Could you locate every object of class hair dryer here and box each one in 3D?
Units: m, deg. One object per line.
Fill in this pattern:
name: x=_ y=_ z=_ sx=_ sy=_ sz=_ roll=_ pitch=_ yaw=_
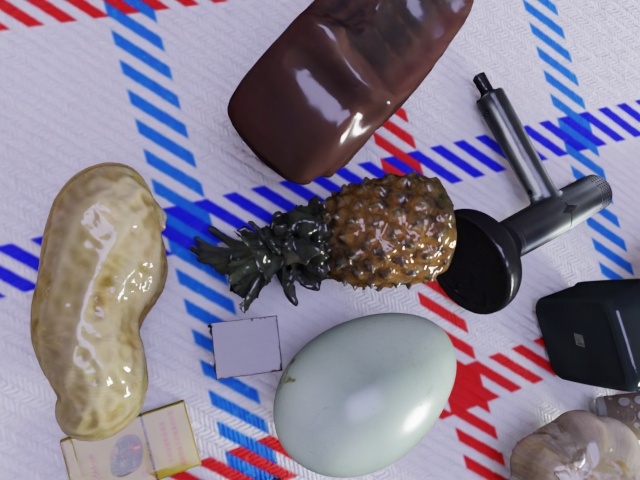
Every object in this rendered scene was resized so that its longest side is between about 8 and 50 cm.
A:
hair dryer: x=0.264 y=-0.083 z=0.986 sx=0.320 sy=0.156 sz=0.284 roll=-35 pitch=74 yaw=-31

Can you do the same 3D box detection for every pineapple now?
pineapple: x=0.000 y=0.000 z=0.848 sx=0.340 sy=0.169 sz=0.169 roll=-7 pitch=86 yaw=-12

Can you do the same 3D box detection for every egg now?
egg: x=0.062 y=0.189 z=0.822 sx=0.264 sy=0.183 sz=0.183 roll=-28 pitch=92 yaw=-25

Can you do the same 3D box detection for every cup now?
cup: x=0.477 y=0.256 z=0.986 sx=0.099 sy=0.074 sz=0.102 roll=-11 pitch=78 yaw=18

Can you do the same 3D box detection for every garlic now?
garlic: x=0.373 y=0.357 z=0.916 sx=0.227 sy=0.152 sz=0.228 roll=0 pitch=86 yaw=0

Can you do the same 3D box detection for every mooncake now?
mooncake: x=0.046 y=-0.232 z=0.805 sx=0.174 sy=0.334 sz=0.326 roll=44 pitch=33 yaw=-10

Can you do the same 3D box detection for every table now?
table: x=-0.102 y=0.136 z=0.828 sx=0.083 sy=0.082 sz=0.070 roll=-5 pitch=85 yaw=-18

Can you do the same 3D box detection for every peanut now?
peanut: x=-0.260 y=0.069 z=0.760 sx=0.153 sy=0.140 sz=0.325 roll=3 pitch=84 yaw=-34

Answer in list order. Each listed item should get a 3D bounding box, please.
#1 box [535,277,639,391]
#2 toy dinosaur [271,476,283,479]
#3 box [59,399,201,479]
box: x=0.409 y=0.137 z=0.931 sx=0.090 sy=0.201 sz=0.145 roll=-16 pitch=90 yaw=-15
toy dinosaur: x=-0.115 y=0.345 z=0.816 sx=0.154 sy=0.049 sz=0.055 roll=-28 pitch=90 yaw=-13
box: x=-0.236 y=0.266 z=0.803 sx=0.155 sy=0.023 sz=0.087 roll=-15 pitch=91 yaw=-19
